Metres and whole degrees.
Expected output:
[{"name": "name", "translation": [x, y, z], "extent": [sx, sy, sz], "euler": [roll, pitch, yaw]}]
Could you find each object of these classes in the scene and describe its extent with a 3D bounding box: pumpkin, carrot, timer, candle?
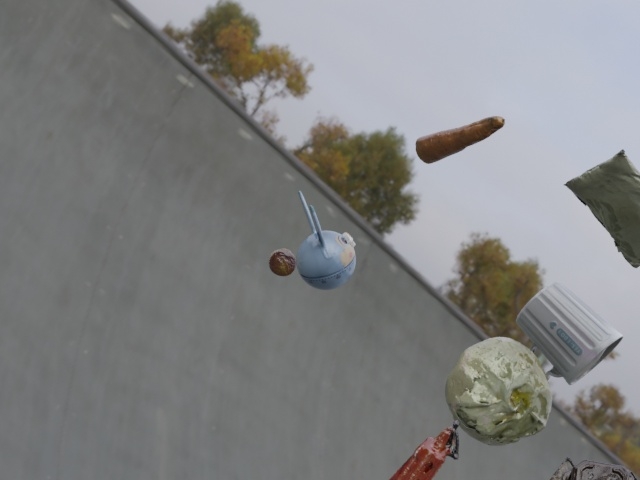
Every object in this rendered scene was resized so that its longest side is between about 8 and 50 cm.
[{"name": "pumpkin", "translation": [0.581, 0.568, 1.992], "extent": [0.073, 0.101, 0.035], "euler": [39, -36, 25]}, {"name": "carrot", "translation": [0.287, -0.209, 1.699], "extent": [0.061, 0.061, 0.210], "euler": [40, -34, -26]}, {"name": "timer", "translation": [0.019, 0.006, 2.212], "extent": [0.175, 0.255, 0.175], "euler": [4, 21, -2]}, {"name": "candle", "translation": [0.145, 0.425, 1.460], "extent": [0.059, 0.301, 0.084], "euler": [28, 12, -45]}]

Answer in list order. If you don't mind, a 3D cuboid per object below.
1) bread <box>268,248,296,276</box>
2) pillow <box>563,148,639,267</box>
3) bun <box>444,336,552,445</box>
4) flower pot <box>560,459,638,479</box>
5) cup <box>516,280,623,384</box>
[{"name": "bread", "translation": [-0.113, 0.066, 2.521], "extent": [0.085, 0.085, 0.053], "euler": [40, 6, -15]}, {"name": "pillow", "translation": [0.579, -0.054, 1.588], "extent": [0.229, 0.050, 0.148], "euler": [46, -41, -9]}, {"name": "bun", "translation": [0.381, 0.324, 1.788], "extent": [0.239, 0.239, 0.141], "euler": [40, -10, -15]}, {"name": "flower pot", "translation": [0.588, 0.571, 1.784], "extent": [0.179, 0.251, 0.084], "euler": [5, -41, 21]}, {"name": "cup", "translation": [0.563, 0.229, 1.997], "extent": [0.202, 0.221, 0.167], "euler": [49, -12, 24]}]
